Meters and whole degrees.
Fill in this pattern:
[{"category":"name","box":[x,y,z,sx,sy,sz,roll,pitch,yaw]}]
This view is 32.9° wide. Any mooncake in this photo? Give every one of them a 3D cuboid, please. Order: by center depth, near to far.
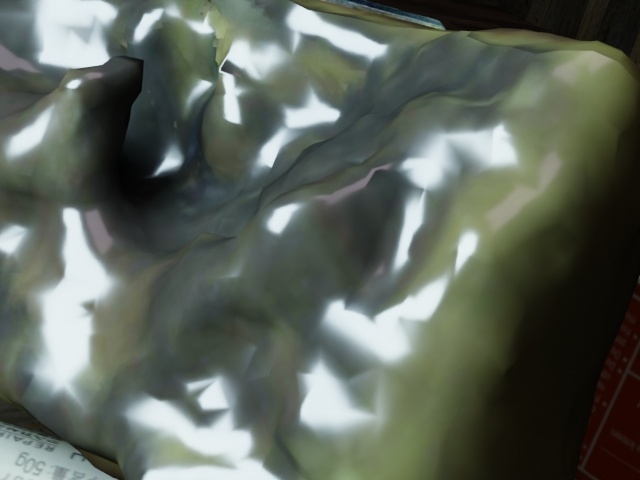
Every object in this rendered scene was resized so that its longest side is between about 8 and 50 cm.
[{"category":"mooncake","box":[-0.058,-0.018,0.483,0.393,0.246,0.394,21,2,-27]}]

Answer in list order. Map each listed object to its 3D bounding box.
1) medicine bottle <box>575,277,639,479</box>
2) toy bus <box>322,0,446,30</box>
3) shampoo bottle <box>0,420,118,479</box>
[{"category":"medicine bottle","box":[0.260,0.097,0.732,0.253,0.240,0.252,16,21,-6]},{"category":"toy bus","box":[0.001,-0.028,0.794,0.139,0.275,0.167,13,25,-11]},{"category":"shampoo bottle","box":[-0.137,0.142,0.499,0.278,0.104,0.104,17,21,-2]}]
